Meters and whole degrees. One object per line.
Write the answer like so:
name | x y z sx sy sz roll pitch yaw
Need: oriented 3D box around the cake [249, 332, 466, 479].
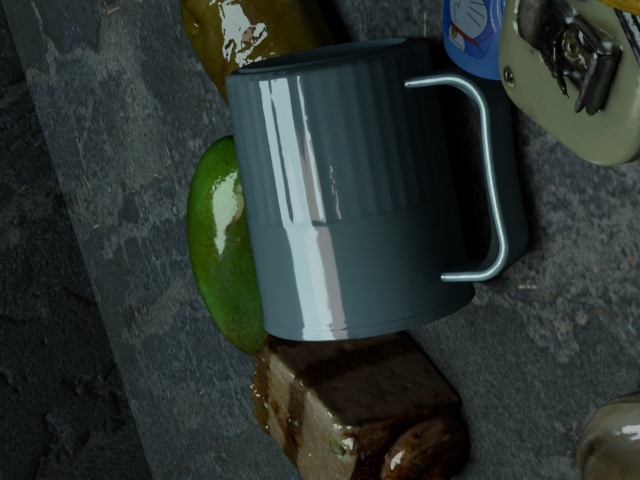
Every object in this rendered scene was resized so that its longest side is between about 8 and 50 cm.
cake | 0.057 0.246 1.773 0.293 0.199 0.196 49 144 38

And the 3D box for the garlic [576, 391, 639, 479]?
garlic | 0.321 0.208 1.342 0.101 0.087 0.195 45 143 21

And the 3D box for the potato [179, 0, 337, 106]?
potato | -0.059 -0.241 1.755 0.195 0.176 0.369 -37 75 18

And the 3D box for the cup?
cup | 0.046 -0.064 1.517 0.331 0.257 0.311 14 117 63

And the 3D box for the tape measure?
tape measure | 0.260 -0.202 1.142 0.231 0.133 0.271 47 143 43

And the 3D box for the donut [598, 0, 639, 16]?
donut | 0.281 -0.345 0.858 0.378 0.163 0.435 2 109 44

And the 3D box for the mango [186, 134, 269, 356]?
mango | -0.086 0.015 1.867 0.225 0.201 0.382 -103 1 -50

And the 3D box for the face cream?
face cream | 0.181 -0.293 1.293 0.149 0.083 0.264 49 146 44
